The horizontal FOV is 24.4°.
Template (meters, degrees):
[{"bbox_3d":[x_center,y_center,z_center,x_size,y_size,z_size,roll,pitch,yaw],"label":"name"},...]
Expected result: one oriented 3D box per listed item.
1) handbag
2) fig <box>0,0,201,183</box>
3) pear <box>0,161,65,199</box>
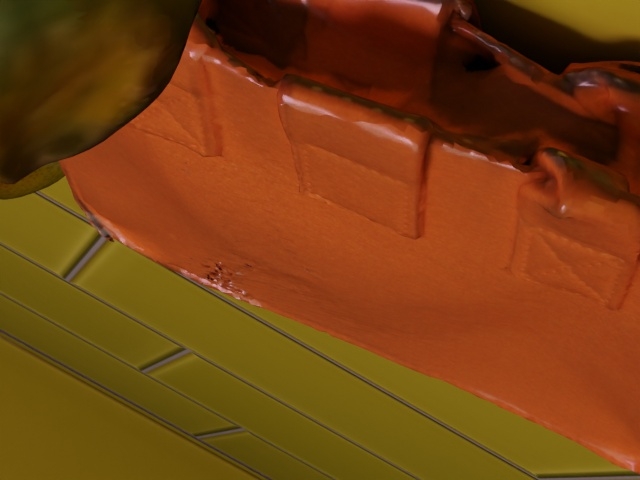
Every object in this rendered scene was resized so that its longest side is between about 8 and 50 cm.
[{"bbox_3d":[0.037,-0.033,0.766,0.410,0.116,0.303,23,160,13],"label":"handbag"},{"bbox_3d":[-0.113,-0.141,0.373,0.239,0.239,0.271,131,118,-73],"label":"fig"},{"bbox_3d":[-0.237,-0.085,1.057,0.141,0.104,0.141,22,164,6],"label":"pear"}]
